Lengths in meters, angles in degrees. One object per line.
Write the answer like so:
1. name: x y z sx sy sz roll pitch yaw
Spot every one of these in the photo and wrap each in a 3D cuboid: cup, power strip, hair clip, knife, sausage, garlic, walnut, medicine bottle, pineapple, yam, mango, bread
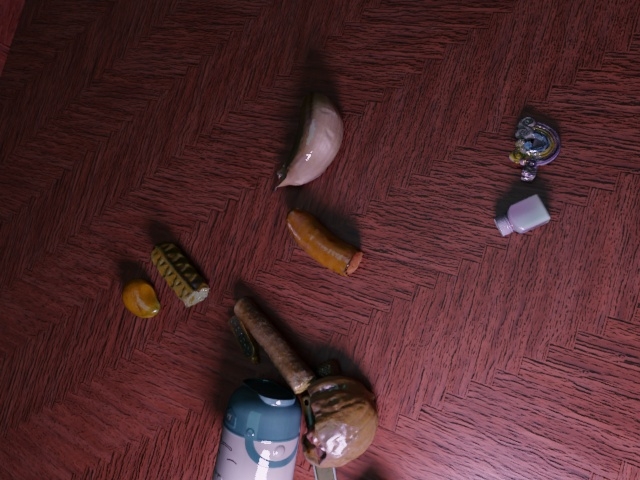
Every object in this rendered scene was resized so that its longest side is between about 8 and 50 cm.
1. cup: -0.184 0.535 1.234 0.289 0.219 0.258 3 82 56
2. power strip: -0.237 0.310 1.380 0.049 0.028 0.178 -35 71 13
3. hair clip: 0.554 -0.237 1.131 0.116 0.049 0.172 18 80 11
4. knife: 0.004 0.607 1.227 0.061 0.027 0.343 -14 74 5
5. sausage: 0.000 0.001 1.294 0.270 0.109 0.109 40 98 23
6. garlic: -0.034 -0.283 1.354 0.196 0.151 0.339 27 101 51
7. walnut: 0.053 0.486 1.148 0.203 0.141 0.238 6 91 4
8. medicine bottle: 0.507 -0.058 1.111 0.117 0.055 0.074 -27 73 16
9. pineapple: -0.007 0.382 1.265 0.124 0.058 0.058 -26 72 30
10. yam: -0.146 0.299 1.295 0.356 0.081 0.081 42 99 32
11. mango: -0.626 0.206 1.532 0.115 0.089 0.165 -36 73 4
12. bread: -0.480 0.104 1.484 0.269 0.087 0.098 45 103 23
